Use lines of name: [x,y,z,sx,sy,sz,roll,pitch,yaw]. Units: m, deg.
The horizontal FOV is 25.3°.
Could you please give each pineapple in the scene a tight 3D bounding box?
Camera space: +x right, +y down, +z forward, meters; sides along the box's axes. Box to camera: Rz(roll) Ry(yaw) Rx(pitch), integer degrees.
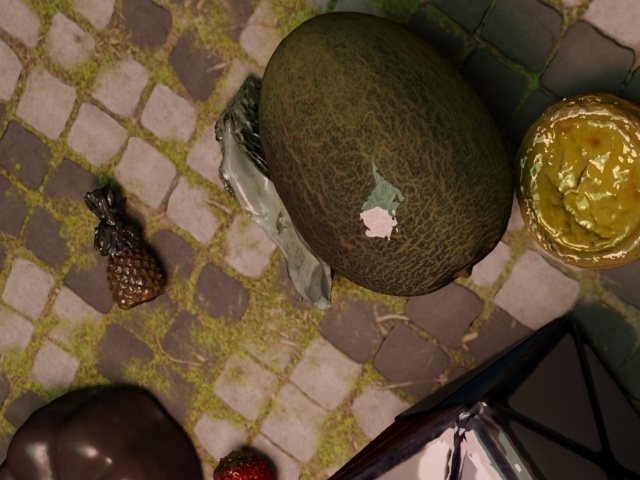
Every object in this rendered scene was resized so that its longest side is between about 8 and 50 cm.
pineapple: [-0.254,0.006,1.815,0.074,0.074,0.159,-23,88,29]

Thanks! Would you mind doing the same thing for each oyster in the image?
oyster: [-0.051,-0.045,1.681,0.252,0.087,0.199,54,162,42]

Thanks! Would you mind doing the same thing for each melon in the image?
melon: [0.066,-0.094,1.530,0.248,0.248,0.329,-39,75,29]

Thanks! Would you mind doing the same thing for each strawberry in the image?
strawberry: [-0.097,0.314,1.820,0.083,0.083,0.096,-19,124,29]

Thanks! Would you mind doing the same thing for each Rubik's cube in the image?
Rubik's cube: [0.198,0.312,1.539,0.307,0.305,0.310,-39,86,31]

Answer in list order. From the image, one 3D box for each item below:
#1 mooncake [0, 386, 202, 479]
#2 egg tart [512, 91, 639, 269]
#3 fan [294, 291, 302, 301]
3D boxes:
mooncake: [-0.290,0.349,1.881,0.306,0.154,0.306,6,107,21]
egg tart: [0.298,-0.066,1.521,0.191,0.074,0.191,7,106,24]
fan: [0.000,0.000,1.722,0.113,0.005,0.175,29,114,18]
